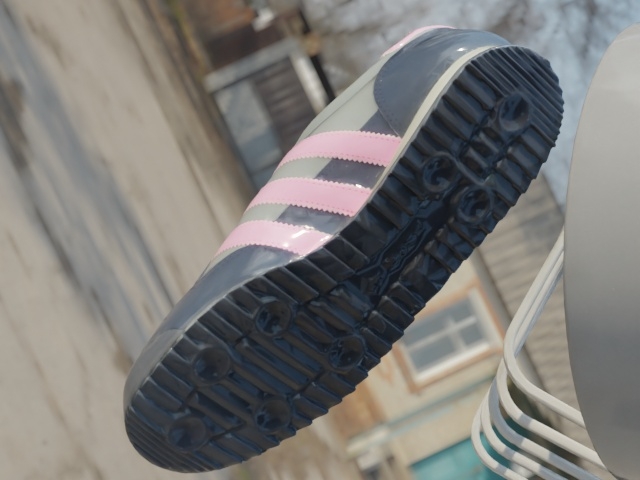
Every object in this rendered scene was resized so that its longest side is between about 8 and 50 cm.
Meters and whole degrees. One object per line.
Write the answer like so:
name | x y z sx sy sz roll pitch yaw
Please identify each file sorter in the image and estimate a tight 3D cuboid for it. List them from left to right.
file sorter | 0.212 0.081 1.023 0.193 0.173 0.278 29 -14 9

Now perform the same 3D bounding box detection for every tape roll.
tape roll | 0.184 0.007 0.749 0.219 0.072 0.219 -2 92 -59

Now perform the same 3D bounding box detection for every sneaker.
sneaker | 0.000 0.000 0.961 0.112 0.319 0.131 50 -5 -31
